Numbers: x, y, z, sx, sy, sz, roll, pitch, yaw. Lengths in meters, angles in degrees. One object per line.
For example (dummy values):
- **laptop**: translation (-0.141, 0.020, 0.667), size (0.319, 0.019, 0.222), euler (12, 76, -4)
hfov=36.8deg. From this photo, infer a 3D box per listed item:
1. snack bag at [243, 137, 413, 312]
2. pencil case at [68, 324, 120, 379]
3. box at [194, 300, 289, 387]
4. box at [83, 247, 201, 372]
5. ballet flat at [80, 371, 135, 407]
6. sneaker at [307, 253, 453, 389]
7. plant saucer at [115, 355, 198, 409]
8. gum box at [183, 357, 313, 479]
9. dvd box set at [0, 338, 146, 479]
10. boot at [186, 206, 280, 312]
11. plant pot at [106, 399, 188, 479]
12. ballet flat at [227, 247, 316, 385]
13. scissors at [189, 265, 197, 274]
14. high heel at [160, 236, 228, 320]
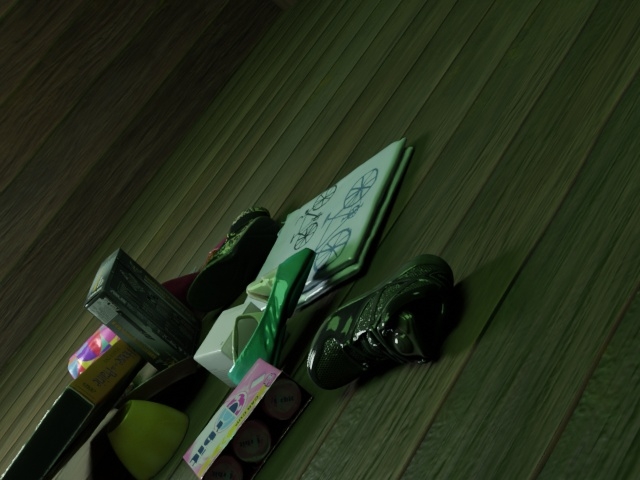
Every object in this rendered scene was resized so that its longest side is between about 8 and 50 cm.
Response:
- **snack bag**: translation (0.000, 0.000, 1.654), size (0.342, 0.037, 0.323), euler (-32, 24, 42)
- **pencil case**: translation (-0.483, 0.234, 2.229), size (0.236, 0.104, 0.104), euler (-49, 18, 3)
- **box**: translation (-0.126, 0.167, 1.525), size (0.101, 0.087, 0.102), euler (-22, 32, 55)
- **box**: translation (-0.334, 0.141, 1.840), size (0.056, 0.231, 0.183), euler (-40, 20, 15)
- **ballet flat**: translation (-0.473, 0.315, 2.072), size (0.091, 0.077, 0.241), euler (-58, 20, -23)
- **sneaker**: translation (0.068, 0.118, 1.163), size (0.227, 0.087, 0.130), euler (-38, 14, 17)
- **plant saucer**: translation (-0.284, 0.261, 1.708), size (0.168, 0.029, 0.168), euler (-33, -10, -7)
- **gum box**: translation (-0.104, 0.261, 1.321), size (0.188, 0.062, 0.107), euler (-52, 18, -9)
- **dvd box set**: translation (-0.445, 0.326, 1.766), size (0.307, 0.062, 0.420), euler (-53, 1, 12)
- **boot**: translation (-0.174, 0.033, 1.939), size (0.236, 0.085, 0.178), euler (-47, 13, 5)
- **plant pot**: translation (-0.300, 0.321, 1.614), size (0.134, 0.095, 0.134), euler (-43, 19, 18)
- **ballet flat**: translation (-0.080, 0.109, 1.446), size (0.083, 0.087, 0.247), euler (99, -171, -68)
- **scissors**: translation (-0.340, 0.170, 2.155), size (0.297, 0.021, 0.109), euler (-56, 16, -23)
- **high heel**: translation (-0.259, 0.055, 2.025), size (0.082, 0.117, 0.244), euler (-29, 27, 48)
